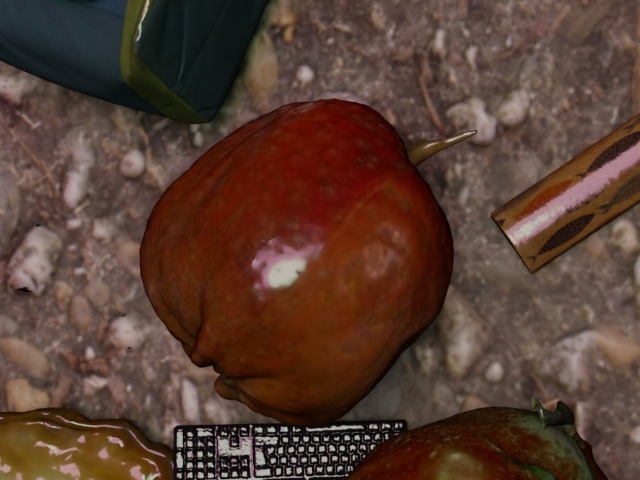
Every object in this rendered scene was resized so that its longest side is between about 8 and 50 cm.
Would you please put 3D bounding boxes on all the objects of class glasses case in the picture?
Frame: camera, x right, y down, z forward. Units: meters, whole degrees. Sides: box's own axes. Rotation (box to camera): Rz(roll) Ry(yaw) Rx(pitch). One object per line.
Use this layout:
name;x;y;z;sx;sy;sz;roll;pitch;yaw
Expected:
glasses case;0.234;-0.045;1.040;0.170;0.041;0.064;-34;75;4

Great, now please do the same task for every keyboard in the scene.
keyboard;-0.026;0.188;1.046;0.204;0.013;0.061;-1;74;-1

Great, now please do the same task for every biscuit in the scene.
biscuit;-0.253;0.316;1.072;0.329;0.078;0.335;5;82;11

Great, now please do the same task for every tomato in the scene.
tomato;0.113;0.277;0.885;0.239;0.303;0.303;-25;75;26

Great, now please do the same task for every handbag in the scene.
handbag;-0.183;-0.259;1.081;0.241;0.222;0.263;19;87;20

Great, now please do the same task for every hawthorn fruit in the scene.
hawthorn fruit;-0.017;0.016;0.988;0.258;0.258;0.261;10;70;14
